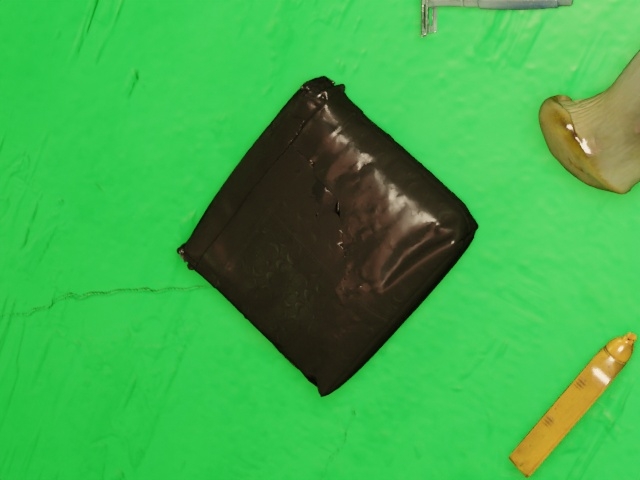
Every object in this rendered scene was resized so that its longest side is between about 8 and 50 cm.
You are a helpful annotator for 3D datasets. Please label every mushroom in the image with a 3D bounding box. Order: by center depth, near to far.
[{"bbox_3d":[0.334,-0.140,1.121,0.329,0.122,0.159,-35,81,26],"label":"mushroom"}]

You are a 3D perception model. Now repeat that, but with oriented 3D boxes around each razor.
[{"bbox_3d":[0.156,-0.214,1.219,0.135,0.040,0.068,2,106,14],"label":"razor"}]

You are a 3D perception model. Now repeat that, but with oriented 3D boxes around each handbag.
[{"bbox_3d":[0.000,0.000,1.310,0.223,0.080,0.247,43,114,6],"label":"handbag"}]

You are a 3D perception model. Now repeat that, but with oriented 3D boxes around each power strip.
[{"bbox_3d":[0.236,0.151,1.278,0.028,0.049,0.178,41,115,11],"label":"power strip"}]
